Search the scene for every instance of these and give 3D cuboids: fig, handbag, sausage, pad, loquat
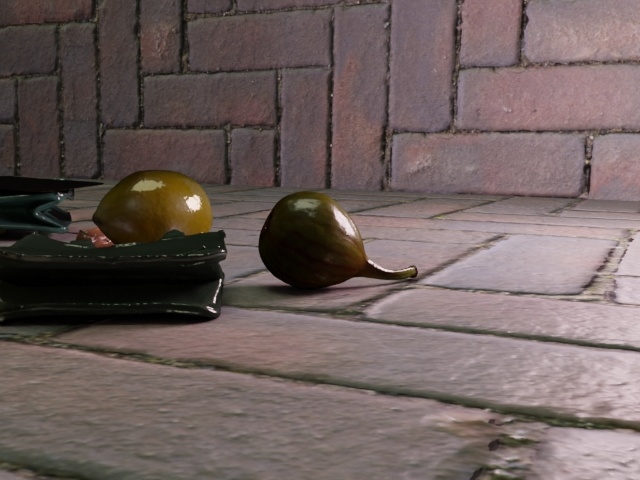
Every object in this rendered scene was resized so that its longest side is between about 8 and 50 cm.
[{"bbox_3d":[0.033,0.022,1.050,0.236,0.124,0.124,23,-3,-26],"label":"fig"},{"bbox_3d":[-0.607,-0.056,1.549,0.274,0.100,0.268,-2,11,-17],"label":"handbag"},{"bbox_3d":[-0.232,0.032,0.937,0.247,0.079,0.260,0,7,-7],"label":"handbag"},{"bbox_3d":[-0.350,-0.006,1.394,0.036,0.042,0.158,-39,-19,31],"label":"sausage"},{"bbox_3d":[-0.562,-0.108,1.545,0.267,0.004,0.181,6,11,23],"label":"pad"},{"bbox_3d":[-0.258,-0.040,1.261,0.195,0.152,0.152,-17,17,-42],"label":"loquat"}]
